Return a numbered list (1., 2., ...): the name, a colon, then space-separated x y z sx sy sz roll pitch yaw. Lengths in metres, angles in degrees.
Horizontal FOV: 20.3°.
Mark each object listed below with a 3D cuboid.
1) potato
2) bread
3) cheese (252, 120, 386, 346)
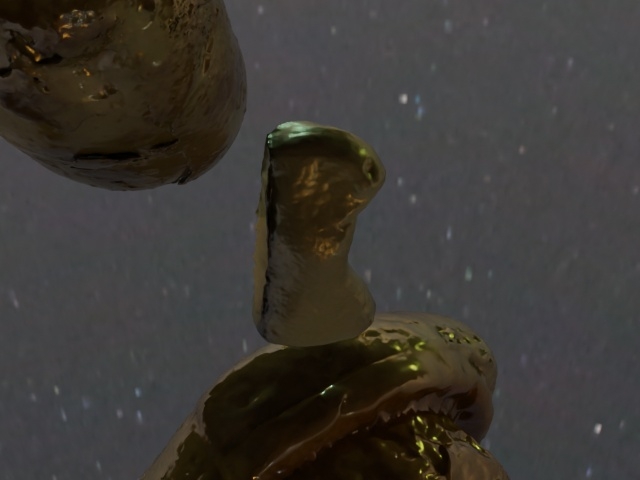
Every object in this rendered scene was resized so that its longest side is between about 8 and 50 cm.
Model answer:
1. potato: -0.077 -0.064 0.596 0.107 0.170 0.080 28 -96 7
2. bread: -0.009 0.138 0.854 0.120 0.236 0.198 47 -155 28
3. cheese: 0.000 0.000 0.587 0.044 0.083 0.030 2 -145 -7
